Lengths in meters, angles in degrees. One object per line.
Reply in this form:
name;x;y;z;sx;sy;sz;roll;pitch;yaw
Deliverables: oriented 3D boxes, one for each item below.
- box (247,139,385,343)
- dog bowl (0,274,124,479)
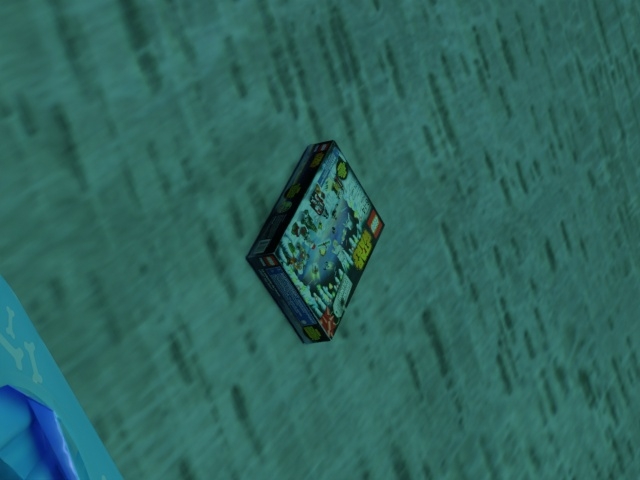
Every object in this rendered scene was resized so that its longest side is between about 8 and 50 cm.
box;0.000;0.000;1.094;0.094;0.027;0.137;58;40;-31
dog bowl;-0.185;0.115;0.686;0.297;0.166;0.074;64;25;-21
